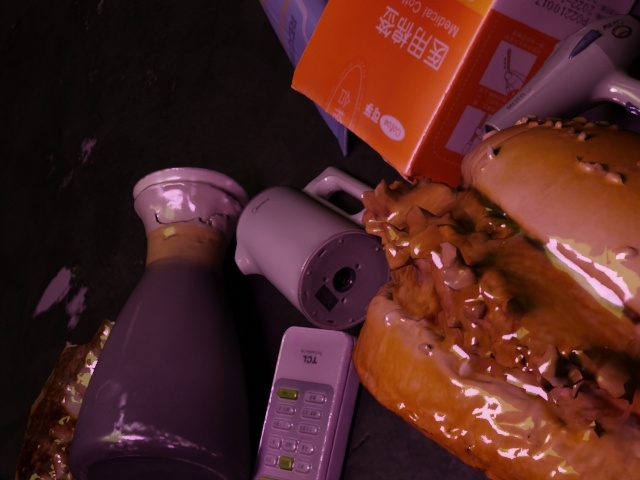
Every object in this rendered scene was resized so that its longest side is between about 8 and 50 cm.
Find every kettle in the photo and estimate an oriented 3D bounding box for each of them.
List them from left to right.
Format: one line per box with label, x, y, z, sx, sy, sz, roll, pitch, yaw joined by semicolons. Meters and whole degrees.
kettle;-0.005;0.000;1.667;0.148;0.098;0.127;38;112;55

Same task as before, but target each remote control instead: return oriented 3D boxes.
remote control;-0.020;0.206;1.650;0.103;0.034;0.250;4;79;52

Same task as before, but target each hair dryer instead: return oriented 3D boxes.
hair dryer;0.226;-0.089;1.387;0.167;0.067;0.199;-27;48;-9

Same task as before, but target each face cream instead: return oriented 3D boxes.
face cream;-0.028;-0.264;1.808;0.135;0.086;0.385;91;163;-48

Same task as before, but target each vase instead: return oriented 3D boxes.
vase;-0.140;0.092;1.749;0.173;0.173;0.321;-26;47;44

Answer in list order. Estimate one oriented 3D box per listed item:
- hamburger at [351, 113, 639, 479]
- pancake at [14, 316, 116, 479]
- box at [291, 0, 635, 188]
hamburger;0.170;0.045;1.228;0.268;0.287;0.445;-60;26;7
pancake;-0.236;0.289;1.885;0.305;0.067;0.427;-43;44;23
box;0.141;-0.218;1.535;0.225;0.143;0.341;43;111;51
